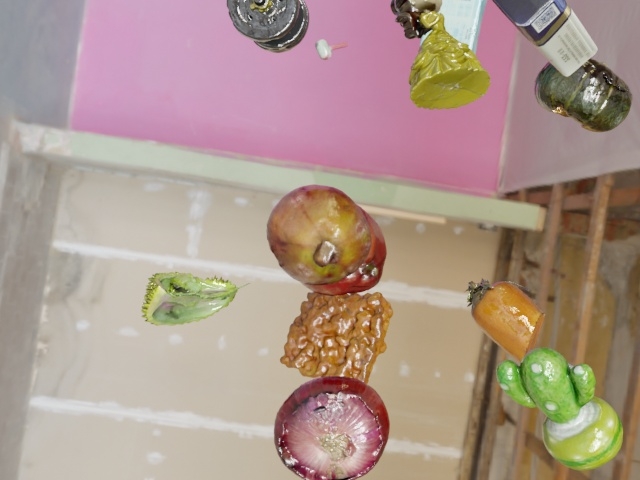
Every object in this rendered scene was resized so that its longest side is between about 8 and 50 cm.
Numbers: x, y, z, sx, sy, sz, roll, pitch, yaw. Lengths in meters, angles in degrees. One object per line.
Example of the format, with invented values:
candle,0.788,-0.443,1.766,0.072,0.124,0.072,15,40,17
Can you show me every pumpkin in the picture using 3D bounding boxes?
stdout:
pumpkin,0.645,-0.366,1.715,0.238,0.238,0.159,-102,-145,-76

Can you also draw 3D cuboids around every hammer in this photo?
hammer,0.030,-0.473,1.715,0.053,0.083,0.031,68,-19,6

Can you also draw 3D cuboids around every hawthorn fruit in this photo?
hawthorn fruit,0.058,0.027,1.859,0.307,0.265,0.265,22,-75,53

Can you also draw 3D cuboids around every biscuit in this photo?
biscuit,0.052,0.287,2.158,0.110,0.312,0.318,40,69,-56

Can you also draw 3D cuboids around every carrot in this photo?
carrot,0.629,0.243,2.393,0.214,0.331,0.193,-55,155,10

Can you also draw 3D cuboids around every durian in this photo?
durian,-0.377,0.170,1.991,0.355,0.169,0.158,2,90,-56

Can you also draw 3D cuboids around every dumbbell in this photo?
dumbbell,-0.131,-0.602,1.845,0.388,0.185,0.185,-56,156,-80

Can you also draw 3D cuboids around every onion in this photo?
onion,0.021,0.389,1.463,0.161,0.248,0.248,-111,-151,-60

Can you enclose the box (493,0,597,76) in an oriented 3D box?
box,0.308,-0.348,1.028,0.071,0.259,0.168,-42,-114,24

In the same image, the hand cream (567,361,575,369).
hand cream,0.588,0.360,1.844,0.257,0.084,0.050,-23,127,-42

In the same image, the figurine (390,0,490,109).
figurine,0.250,-0.469,1.571,0.168,0.187,0.315,108,-29,-68

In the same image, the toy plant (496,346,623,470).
toy plant,0.570,0.382,1.653,0.224,0.316,0.184,-21,-154,43

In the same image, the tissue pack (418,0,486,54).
tissue pack,0.427,-0.701,2.235,0.089,0.177,0.263,11,90,-70

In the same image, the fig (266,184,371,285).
fig,0.001,-0.006,1.527,0.263,0.224,0.224,9,-90,53
